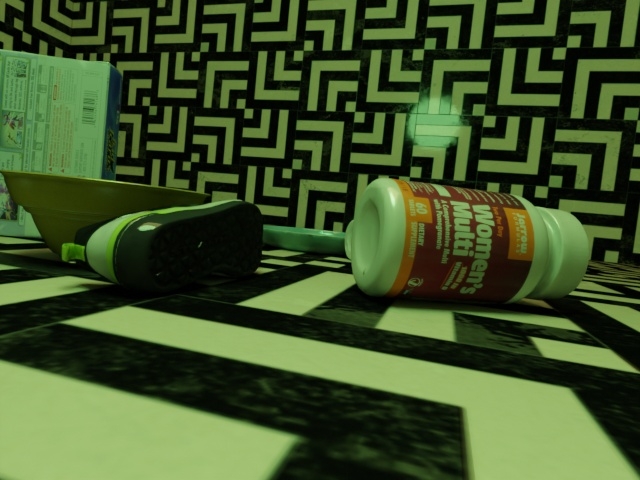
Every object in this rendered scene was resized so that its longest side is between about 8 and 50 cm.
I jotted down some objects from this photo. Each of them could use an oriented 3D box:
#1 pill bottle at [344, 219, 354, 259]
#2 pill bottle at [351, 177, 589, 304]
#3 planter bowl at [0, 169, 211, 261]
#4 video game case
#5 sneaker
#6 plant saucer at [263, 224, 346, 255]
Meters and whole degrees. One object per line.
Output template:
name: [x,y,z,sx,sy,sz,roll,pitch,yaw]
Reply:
pill bottle: [0.122,0.003,0.816,0.137,0.078,0.078,4,4,-18]
pill bottle: [0.153,0.006,0.449,0.221,0.121,0.121,5,3,-12]
planter bowl: [-0.241,-0.022,0.489,0.217,0.090,0.217,6,2,0]
video game case: [-0.442,-0.140,0.640,0.244,0.269,0.061,6,2,-6]
sneaker: [-0.138,-0.004,0.423,0.097,0.084,0.235,6,3,19]
plant saucer: [0.000,0.000,0.986,0.318,0.043,0.317,6,2,0]
